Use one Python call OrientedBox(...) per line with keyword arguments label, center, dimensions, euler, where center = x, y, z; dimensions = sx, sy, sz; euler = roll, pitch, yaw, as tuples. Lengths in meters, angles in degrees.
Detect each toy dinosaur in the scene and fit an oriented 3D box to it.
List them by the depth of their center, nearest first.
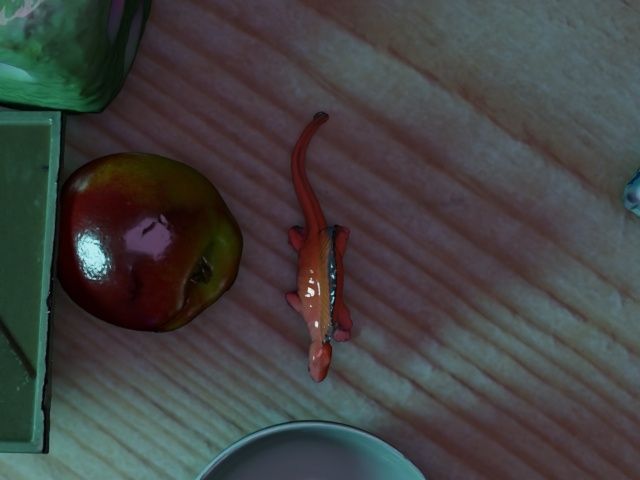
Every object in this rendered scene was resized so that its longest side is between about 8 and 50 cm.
OrientedBox(label="toy dinosaur", center=(0.000, 0.003, 1.685), dimensions=(0.070, 0.139, 0.286), euler=(0, 88, -3))

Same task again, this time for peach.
OrientedBox(label="peach", center=(-0.187, -0.002, 1.664), dimensions=(0.197, 0.197, 0.197), euler=(0, 88, -2))

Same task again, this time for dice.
OrientedBox(label="dice", center=(-0.324, -0.307, 1.593), dimensions=(0.322, 0.330, 0.318), euler=(14, 83, -1))

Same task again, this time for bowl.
OrientedBox(label="bowl", center=(-0.010, 0.321, 1.674), dimensions=(0.287, 0.144, 0.287), euler=(0, 88, -1))

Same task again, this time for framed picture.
OrientedBox(label="framed picture", center=(-0.376, 0.037, 1.603), dimensions=(0.247, 0.022, 0.335), euler=(0, 82, 7))

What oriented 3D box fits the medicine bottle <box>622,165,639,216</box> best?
OrientedBox(label="medicine bottle", center=(0.401, -0.099, 1.711), dimensions=(0.094, 0.119, 0.188), euler=(32, 88, 3))
